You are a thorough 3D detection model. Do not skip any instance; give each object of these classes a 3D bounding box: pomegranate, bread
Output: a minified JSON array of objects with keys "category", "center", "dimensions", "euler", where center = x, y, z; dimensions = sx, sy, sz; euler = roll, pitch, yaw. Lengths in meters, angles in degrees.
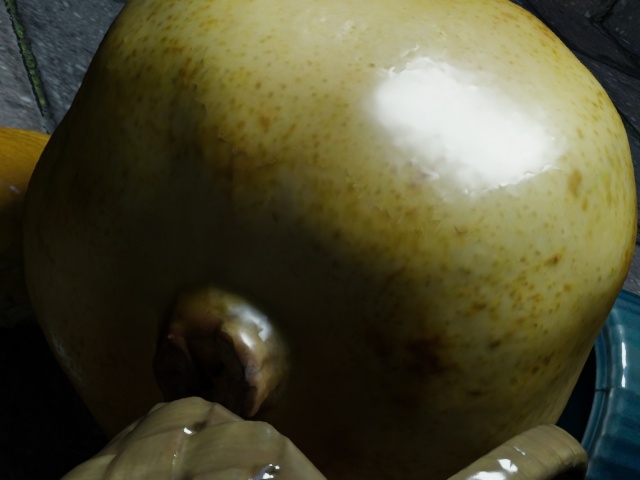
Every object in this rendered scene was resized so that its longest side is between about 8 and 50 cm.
[{"category":"pomegranate","center":[0.000,0.000,1.052],"dimensions":[0.417,0.416,0.416],"euler":[28,24,-14]},{"category":"bread","center":[-0.253,-0.019,1.213],"dimensions":[0.245,0.121,0.174],"euler":[4,39,-46]}]

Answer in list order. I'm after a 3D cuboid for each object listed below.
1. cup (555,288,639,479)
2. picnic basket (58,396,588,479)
[{"category":"cup","center":[0.248,0.165,1.260],"dimensions":[0.292,0.242,0.308],"euler":[22,6,-27]},{"category":"picnic basket","center":[0.025,0.213,0.851],"dimensions":[0.337,0.293,0.337],"euler":[8,50,-9]}]
